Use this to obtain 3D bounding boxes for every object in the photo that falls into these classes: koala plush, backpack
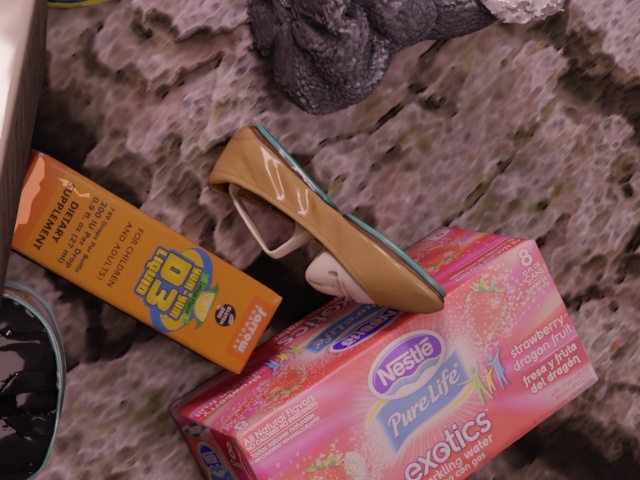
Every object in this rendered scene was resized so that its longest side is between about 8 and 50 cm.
[{"bbox_3d":[0.069,-0.209,1.324,0.221,0.196,0.203,-9,110,-25],"label":"koala plush"},{"bbox_3d":[-0.273,0.101,1.187,0.188,0.144,0.166,2,92,0],"label":"backpack"}]

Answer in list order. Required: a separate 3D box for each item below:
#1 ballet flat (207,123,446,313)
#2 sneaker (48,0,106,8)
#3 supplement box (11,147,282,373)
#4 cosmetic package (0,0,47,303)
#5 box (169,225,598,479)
[{"bbox_3d":[0.000,0.000,1.304,0.073,0.232,0.080,-46,151,-3],"label":"ballet flat"},{"bbox_3d":[-0.241,-0.209,1.196,0.240,0.126,0.091,-7,97,-26],"label":"sneaker"},{"bbox_3d":[-0.147,0.016,1.288,0.233,0.080,0.078,31,83,-27],"label":"supplement box"},{"bbox_3d":[-0.255,-0.041,1.087,0.113,0.160,0.309,9,58,-5],"label":"cosmetic package"},{"bbox_3d":[0.052,0.125,1.351,0.300,0.154,0.142,-32,107,-19],"label":"box"}]
